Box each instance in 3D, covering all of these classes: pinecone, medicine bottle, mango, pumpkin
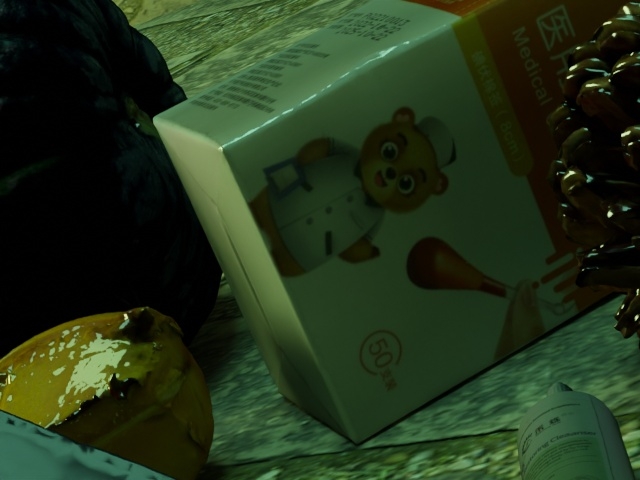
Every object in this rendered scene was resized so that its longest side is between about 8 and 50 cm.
[{"bbox_3d":[0.228,-0.029,1.050,0.221,0.221,0.221,-21,17,7],"label":"pinecone"},{"bbox_3d":[0.131,0.116,0.961,0.058,0.057,0.199,-21,18,9],"label":"medicine bottle"},{"bbox_3d":[-0.187,0.139,1.195,0.252,0.126,0.154,-27,28,10],"label":"mango"},{"bbox_3d":[-0.232,-0.044,1.402,0.266,0.363,0.363,-26,15,18],"label":"pumpkin"}]

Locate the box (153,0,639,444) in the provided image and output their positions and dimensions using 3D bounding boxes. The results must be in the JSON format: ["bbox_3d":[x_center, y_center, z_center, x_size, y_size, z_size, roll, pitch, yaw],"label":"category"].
[{"bbox_3d":[0.097,-0.054,1.232,0.341,0.225,0.143,-29,20,-16],"label":"box"}]

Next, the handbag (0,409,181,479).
[{"bbox_3d":[-0.178,0.216,0.775,0.329,0.122,0.303,16,48,21],"label":"handbag"}]
